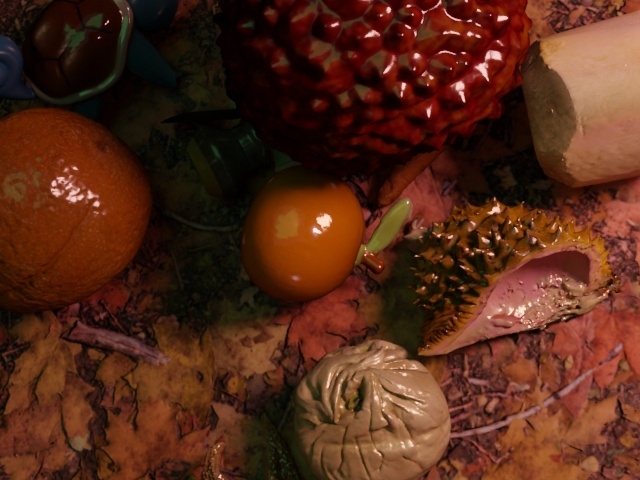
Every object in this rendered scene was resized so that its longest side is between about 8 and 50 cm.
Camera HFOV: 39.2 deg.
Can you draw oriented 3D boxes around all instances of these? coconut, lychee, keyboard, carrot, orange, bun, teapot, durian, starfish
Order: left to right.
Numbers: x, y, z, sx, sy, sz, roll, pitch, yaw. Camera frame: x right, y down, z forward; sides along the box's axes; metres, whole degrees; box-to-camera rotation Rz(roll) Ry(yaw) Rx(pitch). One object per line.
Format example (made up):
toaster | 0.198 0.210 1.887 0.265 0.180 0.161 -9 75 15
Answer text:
orange | -0.451 -0.041 1.445 0.357 0.322 0.322 -35 64 29
keyboard | -0.186 -0.211 1.519 0.198 0.064 0.010 4 113 42
teapot | -0.157 -0.146 1.498 0.119 0.130 0.165 -28 34 -8
starfish | -0.052 0.410 1.294 0.302 0.060 0.299 19 51 12
lychee | 0.048 -0.291 1.264 0.500 0.424 0.424 15 78 38
bun | 0.065 0.245 1.278 0.229 0.145 0.229 -8 60 15
carrot | 0.157 -0.135 1.421 0.061 0.061 0.209 41 93 24
durian | 0.248 0.022 1.294 0.305 0.185 0.195 -23 50 6
coconut | 0.416 -0.197 1.258 0.244 0.239 0.239 -11 70 20

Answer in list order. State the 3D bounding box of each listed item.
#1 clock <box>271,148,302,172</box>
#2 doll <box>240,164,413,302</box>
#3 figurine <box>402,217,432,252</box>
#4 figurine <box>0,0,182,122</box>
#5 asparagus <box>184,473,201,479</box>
clock | -0.024 -0.197 1.492 0.151 0.062 0.191 -24 67 9
doll | 0.000 0.000 1.356 0.236 0.213 0.213 18 79 8
figurine | 0.170 -0.004 1.379 0.083 0.047 0.050 21 70 18
figurine | -0.430 -0.350 1.613 0.416 0.243 0.298 -34 55 -17
asparagus | -0.106 0.419 1.345 0.248 0.025 0.024 26 40 24
